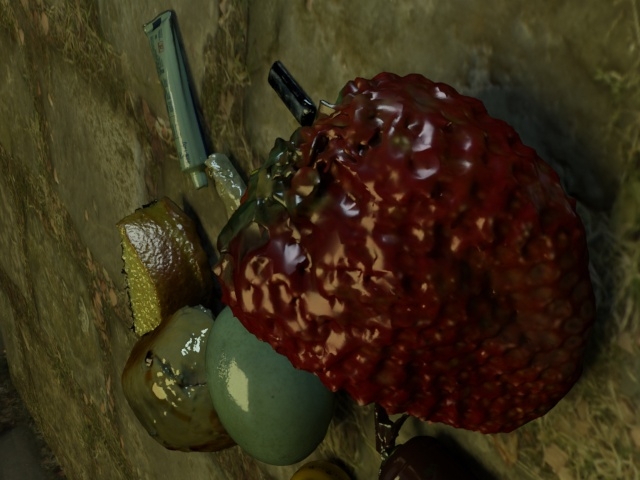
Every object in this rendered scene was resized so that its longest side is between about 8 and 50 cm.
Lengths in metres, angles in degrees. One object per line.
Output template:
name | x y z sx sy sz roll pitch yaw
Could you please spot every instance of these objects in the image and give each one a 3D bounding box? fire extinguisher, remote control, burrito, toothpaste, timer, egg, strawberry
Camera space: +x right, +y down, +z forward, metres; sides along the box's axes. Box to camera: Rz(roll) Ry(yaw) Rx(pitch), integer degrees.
fire extinguisher | 0.162 0.302 0.880 0.341 0.105 0.141 40 123 39
remote control | -0.038 -0.179 1.005 0.096 0.014 0.039 55 146 26
burrito | -0.118 -0.059 1.169 0.149 0.041 0.055 59 160 12
toothpaste | -0.215 -0.208 1.232 0.069 0.047 0.268 173 81 -77
timer | 0.004 0.370 1.188 0.107 0.109 0.107 8 108 24
egg | -0.068 0.187 1.101 0.169 0.169 0.236 -9 100 58
strawberry | 0.088 0.034 0.724 0.351 0.267 0.312 47 144 -9

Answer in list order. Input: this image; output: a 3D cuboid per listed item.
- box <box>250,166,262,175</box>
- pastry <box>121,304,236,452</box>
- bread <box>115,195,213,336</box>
box | 0.000 0.000 0.997 0.141 0.064 0.220 -13 98 59
pastry | -0.200 0.249 1.276 0.237 0.170 0.256 44 134 -11
bread | -0.246 0.069 1.357 0.134 0.129 0.260 21 125 43
